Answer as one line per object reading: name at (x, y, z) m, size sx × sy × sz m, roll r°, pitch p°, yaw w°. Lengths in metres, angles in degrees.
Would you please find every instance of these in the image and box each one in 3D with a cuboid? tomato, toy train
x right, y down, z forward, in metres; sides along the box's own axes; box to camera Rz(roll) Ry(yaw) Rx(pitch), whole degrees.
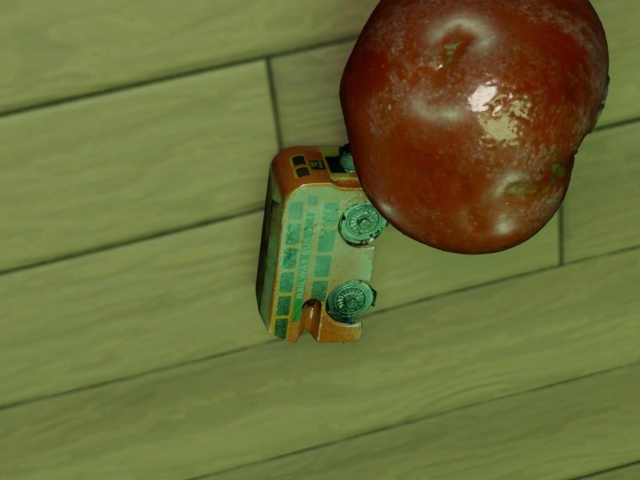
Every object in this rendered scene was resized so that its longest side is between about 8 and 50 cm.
tomato at (0.109, -0.103, 1.042) m, size 0.189 × 0.232 × 0.232 m, roll 21°, pitch 120°, yaw 5°
toy train at (0.000, 0.000, 1.167) m, size 0.099 × 0.072 × 0.188 m, roll 0°, pitch 124°, yaw -10°
